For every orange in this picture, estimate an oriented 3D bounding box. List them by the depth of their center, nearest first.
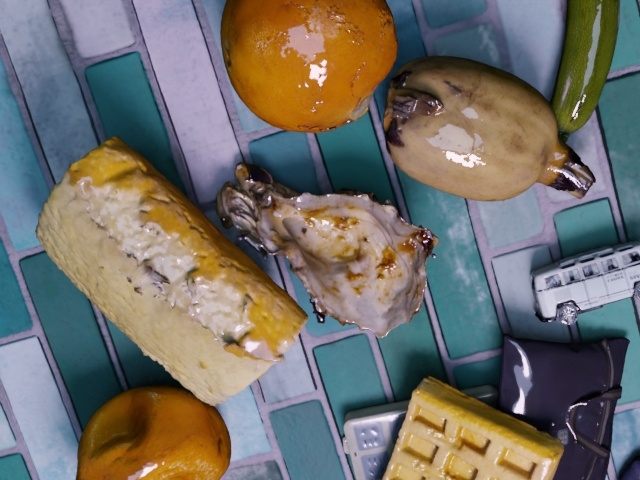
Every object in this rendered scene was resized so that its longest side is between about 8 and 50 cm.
[{"bbox_3d":[-0.018,-0.260,1.116,0.239,0.240,0.240,1,102,3],"label":"orange"},{"bbox_3d":[-0.256,0.331,1.282,0.249,0.183,0.249,-23,136,-25],"label":"orange"}]

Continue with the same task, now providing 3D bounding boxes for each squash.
[{"bbox_3d":[0.366,-0.277,1.172,0.071,0.080,0.319,-4,106,-34],"label":"squash"}]

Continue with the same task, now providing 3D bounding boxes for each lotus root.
[{"bbox_3d":[0.230,-0.140,1.160,0.309,0.183,0.183,19,103,-4],"label":"lotus root"}]

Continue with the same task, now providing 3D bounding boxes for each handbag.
[{"bbox_3d":[0.352,0.261,1.267,0.211,0.088,0.254,2,100,-16],"label":"handbag"}]

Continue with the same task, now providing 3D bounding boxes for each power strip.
[{"bbox_3d":[0.166,0.301,1.320,0.270,0.046,0.118,-12,101,5],"label":"power strip"}]

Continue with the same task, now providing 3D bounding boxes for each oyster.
[{"bbox_3d":[-0.003,0.007,1.220,0.337,0.133,0.198,23,92,5],"label":"oyster"}]

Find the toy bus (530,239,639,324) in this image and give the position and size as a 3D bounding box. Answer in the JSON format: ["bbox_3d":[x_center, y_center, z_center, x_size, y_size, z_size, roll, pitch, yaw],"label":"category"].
[{"bbox_3d":[0.400,0.058,1.235,0.193,0.087,0.089,-17,91,8],"label":"toy bus"}]

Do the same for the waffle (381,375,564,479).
[{"bbox_3d":[0.205,0.353,1.235,0.221,0.055,0.248,25,107,24],"label":"waffle"}]

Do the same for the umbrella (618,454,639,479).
[{"bbox_3d":[0.481,0.381,1.314,0.070,0.071,0.248,18,99,-1],"label":"umbrella"}]

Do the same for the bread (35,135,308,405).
[{"bbox_3d":[-0.207,0.051,1.181,0.375,0.165,0.236,46,143,-3],"label":"bread"}]
